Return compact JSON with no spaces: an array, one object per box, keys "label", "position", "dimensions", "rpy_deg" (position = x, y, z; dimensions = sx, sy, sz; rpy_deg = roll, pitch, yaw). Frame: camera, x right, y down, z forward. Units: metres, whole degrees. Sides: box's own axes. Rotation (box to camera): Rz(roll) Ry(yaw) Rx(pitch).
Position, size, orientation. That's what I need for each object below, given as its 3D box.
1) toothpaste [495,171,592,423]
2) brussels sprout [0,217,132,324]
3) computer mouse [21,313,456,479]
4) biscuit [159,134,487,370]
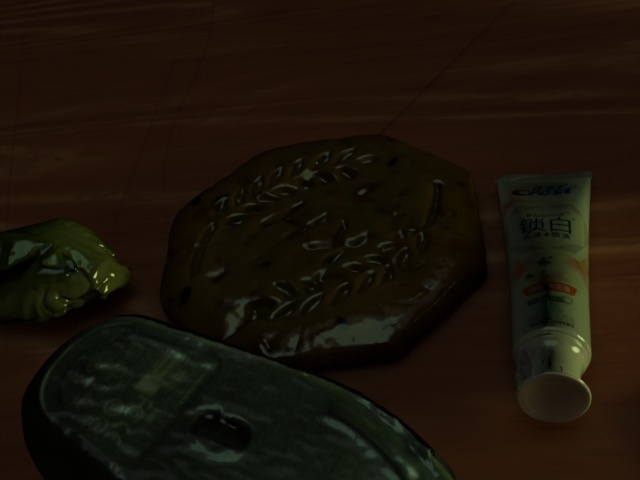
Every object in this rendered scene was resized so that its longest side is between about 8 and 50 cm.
[{"label":"toothpaste","position":[0.211,0.028,0.872],"dimensions":[0.100,0.066,0.323],"rpy_deg":[-3,37,14]},{"label":"brussels sprout","position":[-0.296,0.025,1.009],"dimensions":[0.181,0.101,0.139],"rpy_deg":[-8,20,25]},{"label":"computer mouse","position":[-0.069,0.181,0.744],"dimensions":[0.373,0.114,0.203],"rpy_deg":[22,50,26]},{"label":"biscuit","position":[0.000,0.000,0.979],"dimensions":[0.359,0.046,0.359],"rpy_deg":[-9,42,8]}]
